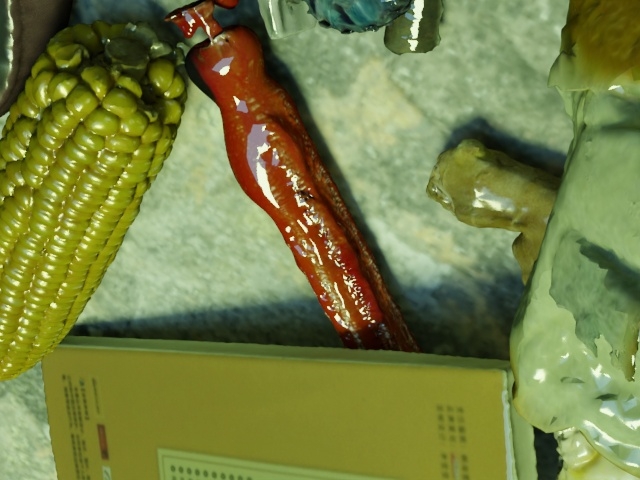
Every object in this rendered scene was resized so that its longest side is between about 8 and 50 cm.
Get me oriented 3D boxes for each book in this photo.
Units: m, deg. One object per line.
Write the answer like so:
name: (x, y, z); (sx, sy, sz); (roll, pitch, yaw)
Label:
book: (-0.031, 0.197, 0.785); (0.389, 0.032, 0.268); (1, 101, 37)

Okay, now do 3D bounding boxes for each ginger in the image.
ginger: (0.130, 0.010, 0.668); (0.165, 0.067, 0.096); (33, 137, 25)

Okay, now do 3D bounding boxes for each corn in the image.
corn: (-0.173, -0.006, 0.776); (0.102, 0.102, 0.313); (34, 129, 2)

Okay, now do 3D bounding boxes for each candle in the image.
candle: (0.000, 0.000, 0.731); (0.051, 0.048, 0.329); (-19, 111, 24)

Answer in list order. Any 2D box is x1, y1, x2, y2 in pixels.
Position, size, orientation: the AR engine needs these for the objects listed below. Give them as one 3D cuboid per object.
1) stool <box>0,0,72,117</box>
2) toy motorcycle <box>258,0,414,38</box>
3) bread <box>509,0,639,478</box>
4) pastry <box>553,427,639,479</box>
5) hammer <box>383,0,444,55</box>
stool: (-0.296, -0.157, 0.688); (0.272, 0.178, 0.272); (11, 123, 17)
toy motorcycle: (-0.052, -0.210, 0.589); (0.204, 0.108, 0.239); (-4, 92, 43)
bread: (0.202, -0.037, 0.484); (0.250, 0.279, 0.225); (7, 136, 22)
pastry: (0.252, 0.135, 0.679); (0.259, 0.089, 0.121); (12, 132, 22)
hammer: (0.062, -0.225, 0.576); (0.125, 0.027, 0.297); (15, 126, 15)
